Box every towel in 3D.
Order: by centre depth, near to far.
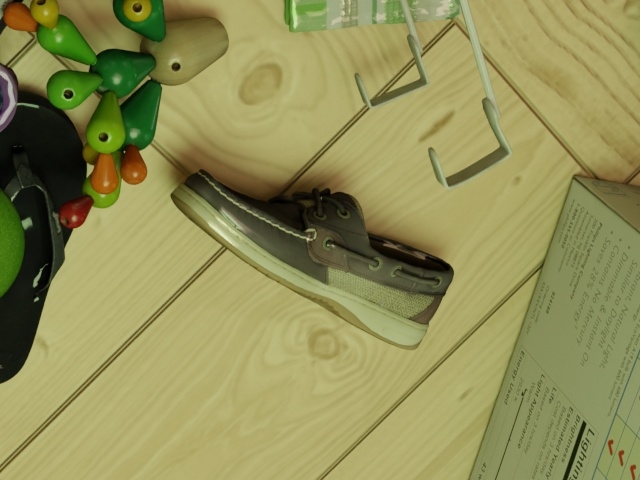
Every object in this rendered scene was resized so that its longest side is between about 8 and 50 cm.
[{"bbox_3d":[0.044,-0.229,1.334,0.152,0.023,0.113,-7,115,-16],"label":"towel"}]

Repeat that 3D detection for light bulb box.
[{"bbox_3d":[0.336,0.182,1.448,0.225,0.361,0.358,7,112,-24],"label":"light bulb box"}]

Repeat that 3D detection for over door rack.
[{"bbox_3d":[0.086,-0.231,1.200,0.108,0.239,0.324,-10,110,-9],"label":"over door rack"}]

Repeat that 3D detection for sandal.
[{"bbox_3d":[-0.240,0.006,1.313,0.097,0.054,0.254,4,113,-23],"label":"sandal"}]

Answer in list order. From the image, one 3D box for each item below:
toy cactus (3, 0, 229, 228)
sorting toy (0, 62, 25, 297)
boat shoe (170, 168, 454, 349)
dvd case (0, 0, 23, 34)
[{"bbox_3d":[-0.147,-0.130,1.251,0.180,0.112,0.219,-29,124,-46],"label":"toy cactus"},{"bbox_3d":[-0.289,0.044,1.216,0.127,0.126,0.365,12,110,-13],"label":"sorting toy"},{"bbox_3d":[0.000,0.000,1.383,0.285,0.103,0.092,30,96,-34],"label":"boat shoe"},{"bbox_3d":[-0.297,-0.176,1.144,0.164,0.018,0.221,-51,152,23],"label":"dvd case"}]
